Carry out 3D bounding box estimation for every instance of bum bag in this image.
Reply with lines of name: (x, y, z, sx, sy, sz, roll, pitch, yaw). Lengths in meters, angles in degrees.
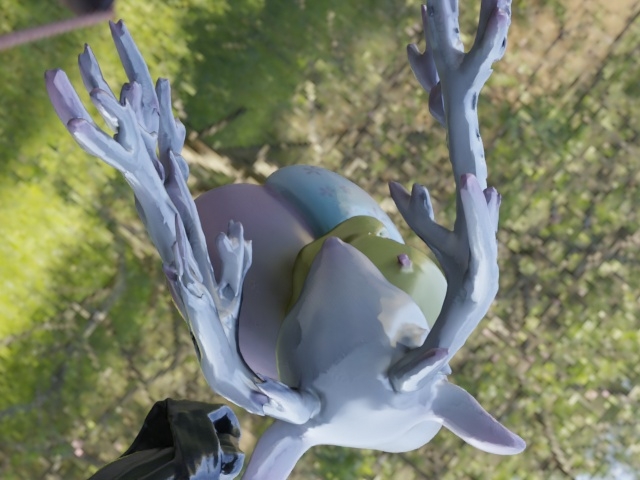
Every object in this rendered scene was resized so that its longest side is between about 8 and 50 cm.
bum bag: (-0.170, 0.225, 0.932, 0.326, 0.080, 0.142, -40, -155, -32)

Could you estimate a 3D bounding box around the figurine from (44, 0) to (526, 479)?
figurine: (-0.012, 0.008, 0.687, 0.206, 0.284, 0.315, -17, -171, -11)
